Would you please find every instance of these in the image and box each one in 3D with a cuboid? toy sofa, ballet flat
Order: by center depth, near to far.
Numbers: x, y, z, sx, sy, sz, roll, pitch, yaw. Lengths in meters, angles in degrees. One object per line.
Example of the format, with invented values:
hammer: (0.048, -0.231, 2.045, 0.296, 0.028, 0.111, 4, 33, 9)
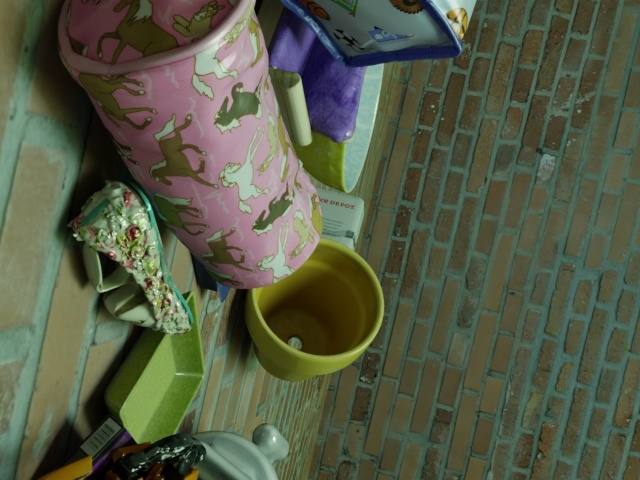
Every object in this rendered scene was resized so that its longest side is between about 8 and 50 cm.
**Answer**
ballet flat: (-0.195, 0.035, 0.660, 0.077, 0.091, 0.240, -37, 147, -24)
toy sofa: (-0.001, -0.327, 0.930, 0.150, 0.177, 0.362, 77, 29, -67)

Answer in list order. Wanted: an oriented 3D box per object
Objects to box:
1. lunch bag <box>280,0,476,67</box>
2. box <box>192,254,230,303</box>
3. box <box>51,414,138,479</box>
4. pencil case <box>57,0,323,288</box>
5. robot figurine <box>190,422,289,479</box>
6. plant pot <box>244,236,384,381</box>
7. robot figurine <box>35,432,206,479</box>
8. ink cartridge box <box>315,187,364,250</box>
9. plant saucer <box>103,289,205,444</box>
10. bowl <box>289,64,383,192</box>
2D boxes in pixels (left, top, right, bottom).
lunch bag: (0.047, -0.434, 0.697, 0.385, 0.239, 0.327, 35, 71, -40)
box: (-0.143, -0.024, 0.928, 0.225, 0.037, 0.136, 89, 18, -48)
box: (-0.235, 0.267, 0.686, 0.116, 0.029, 0.162, -47, 153, -27)
pencil case: (-0.101, -0.099, 0.637, 0.386, 0.160, 0.167, 71, 12, -60)
robot figurine: (-0.150, 0.412, 0.979, 0.300, 0.200, 0.353, -46, 158, -22)
plant pot: (-0.031, 0.159, 1.253, 0.239, 0.254, 0.253, 113, -3, -55)
robot figurine: (-0.215, 0.271, 0.575, 0.211, 0.085, 0.291, -65, 160, 9)
ink cartridge box: (0.000, 0.000, 1.414, 0.087, 0.153, 0.208, 79, 27, -68)
plant saucer: (-0.209, 0.182, 0.808, 0.188, 0.045, 0.188, -66, 166, -45)
bowl: (0.006, -0.238, 1.132, 0.289, 0.156, 0.289, 13, 90, -80)
